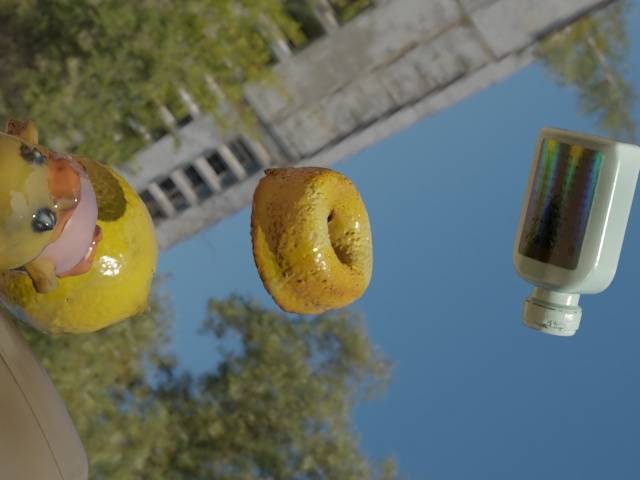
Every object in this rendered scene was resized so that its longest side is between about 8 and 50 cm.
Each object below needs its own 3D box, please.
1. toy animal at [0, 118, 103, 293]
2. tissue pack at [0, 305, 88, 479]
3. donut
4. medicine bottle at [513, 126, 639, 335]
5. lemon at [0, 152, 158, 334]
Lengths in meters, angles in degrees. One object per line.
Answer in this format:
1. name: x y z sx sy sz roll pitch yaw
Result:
1. toy animal: -0.325 -0.039 1.423 0.169 0.195 0.281 -12 176 -4
2. tissue pack: -0.436 0.192 1.477 0.267 0.387 0.277 -41 170 25
3. donut: 0.001 -0.002 1.514 0.075 0.190 0.174 -13 -117 27
4. medicine bottle: 0.283 -0.008 1.547 0.083 0.229 0.121 5 -170 -43
5. lemon: -0.336 0.001 1.784 0.228 0.253 0.228 -31 151 -19
